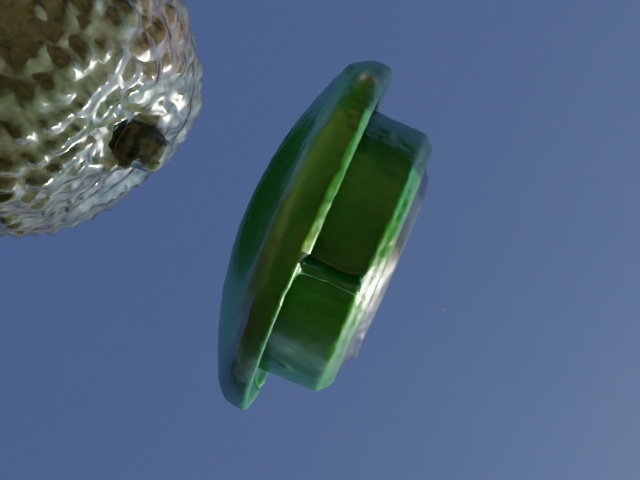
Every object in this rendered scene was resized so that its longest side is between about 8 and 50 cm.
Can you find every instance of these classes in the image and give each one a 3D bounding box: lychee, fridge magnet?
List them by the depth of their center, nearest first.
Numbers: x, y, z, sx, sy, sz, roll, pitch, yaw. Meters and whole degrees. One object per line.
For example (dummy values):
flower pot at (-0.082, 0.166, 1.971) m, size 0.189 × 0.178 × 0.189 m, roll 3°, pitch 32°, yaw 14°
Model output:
fridge magnet at (0.000, 0.000, 0.679) m, size 0.088 × 0.208 × 0.208 m, roll 24°, pitch -91°, yaw 2°
lychee at (-0.222, -0.126, 0.908) m, size 0.274 × 0.255 × 0.255 m, roll 37°, pitch -89°, yaw 23°
